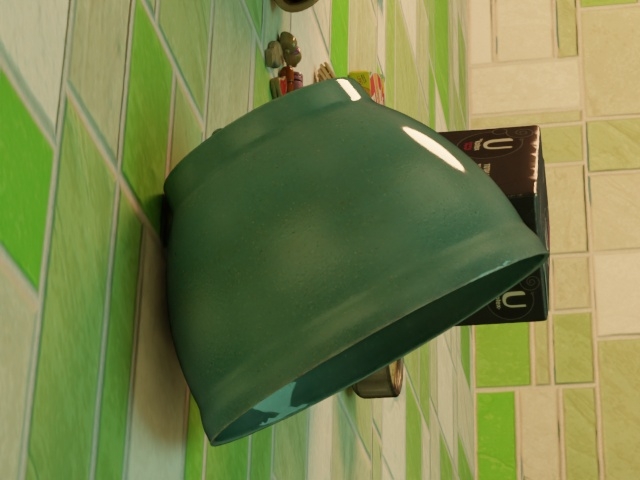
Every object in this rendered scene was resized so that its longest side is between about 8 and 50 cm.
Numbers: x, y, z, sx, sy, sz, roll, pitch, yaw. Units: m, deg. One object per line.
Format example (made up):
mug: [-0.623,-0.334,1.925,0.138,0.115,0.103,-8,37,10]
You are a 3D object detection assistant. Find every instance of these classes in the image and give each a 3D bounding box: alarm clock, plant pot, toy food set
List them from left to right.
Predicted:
toy food set: [-0.033,-0.175,1.845,0.122,0.019,0.078,-66,150,-69]
plant pot: [0.000,0.000,1.351,0.196,0.293,0.293,61,7,9]
alarm clock: [0.061,0.126,2.139,0.192,0.064,0.129,28,59,-81]

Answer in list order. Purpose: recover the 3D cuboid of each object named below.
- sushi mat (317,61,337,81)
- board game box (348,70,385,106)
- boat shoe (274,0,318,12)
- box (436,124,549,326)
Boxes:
sushi mat: [0.063,-0.064,1.998,0.316,0.019,0.151,-120,-168,-49]
board game box: [0.069,-0.094,2.365,0.124,0.039,0.260,-17,106,-79]
boat shoe: [0.047,-0.375,1.779,0.341,0.121,0.110,-64,176,33]
box: [0.087,-0.010,1.747,0.165,0.270,0.143,-74,158,-60]
